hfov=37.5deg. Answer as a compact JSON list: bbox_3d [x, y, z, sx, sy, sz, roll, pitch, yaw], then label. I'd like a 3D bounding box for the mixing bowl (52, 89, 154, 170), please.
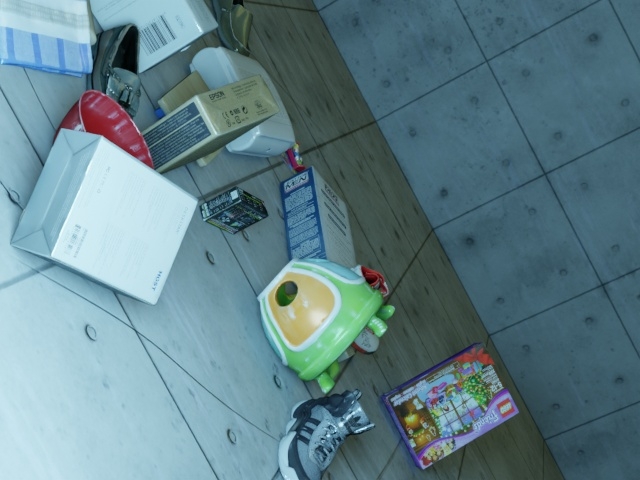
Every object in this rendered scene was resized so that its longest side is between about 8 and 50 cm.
[{"bbox_3d":[-0.357,-0.136,1.498,0.181,0.098,0.181,52,21,-30],"label":"mixing bowl"}]

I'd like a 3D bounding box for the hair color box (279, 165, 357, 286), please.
[{"bbox_3d":[0.000,0.000,2.308,0.174,0.105,0.347,48,23,-40],"label":"hair color box"}]

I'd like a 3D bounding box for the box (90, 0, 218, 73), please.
[{"bbox_3d":[-0.335,-0.455,1.888,0.182,0.181,0.119,59,17,-11],"label":"box"}]

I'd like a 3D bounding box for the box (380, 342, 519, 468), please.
[{"bbox_3d":[0.324,0.409,2.354,0.201,0.293,0.057,63,-14,0],"label":"box"}]

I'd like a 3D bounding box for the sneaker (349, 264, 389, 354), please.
[{"bbox_3d":[0.107,0.160,2.172,0.270,0.145,0.090,48,22,-38],"label":"sneaker"}]

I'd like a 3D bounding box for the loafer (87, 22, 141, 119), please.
[{"bbox_3d":[-0.370,-0.305,1.731,0.096,0.084,0.267,44,25,-47],"label":"loafer"}]

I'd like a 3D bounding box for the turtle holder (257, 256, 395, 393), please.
[{"bbox_3d":[0.006,0.138,1.911,0.227,0.243,0.320,42,30,1],"label":"turtle holder"}]

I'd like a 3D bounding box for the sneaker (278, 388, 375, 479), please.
[{"bbox_3d":[0.015,0.362,1.741,0.101,0.153,0.268,57,18,-18],"label":"sneaker"}]

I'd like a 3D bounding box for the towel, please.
[{"bbox_3d":[-0.450,-0.418,1.535,0.209,0.034,0.285,-4,93,-62],"label":"towel"}]

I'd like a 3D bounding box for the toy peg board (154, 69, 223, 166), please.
[{"bbox_3d":[-0.275,-0.243,1.961,0.161,0.079,0.160,57,34,-17],"label":"toy peg board"}]

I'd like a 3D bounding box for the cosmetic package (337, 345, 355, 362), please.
[{"bbox_3d":[0.032,0.223,2.181,0.115,0.041,0.060,65,18,6],"label":"cosmetic package"}]

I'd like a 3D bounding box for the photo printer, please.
[{"bbox_3d":[-0.176,-0.327,2.280,0.256,0.107,0.307,65,17,5],"label":"photo printer"}]

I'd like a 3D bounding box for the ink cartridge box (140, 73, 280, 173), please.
[{"bbox_3d":[-0.217,-0.216,1.775,0.088,0.193,0.235,62,32,-4],"label":"ink cartridge box"}]

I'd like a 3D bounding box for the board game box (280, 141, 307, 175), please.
[{"bbox_3d":[-0.069,-0.236,2.578,0.168,0.033,0.133,53,19,-27],"label":"board game box"}]

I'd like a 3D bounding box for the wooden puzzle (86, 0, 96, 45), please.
[{"bbox_3d":[-0.529,-0.536,1.641,0.348,0.081,0.322,44,25,-57],"label":"wooden puzzle"}]

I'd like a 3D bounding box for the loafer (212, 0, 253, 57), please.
[{"bbox_3d":[-0.229,-0.595,2.550,0.094,0.087,0.251,34,33,-57],"label":"loafer"}]

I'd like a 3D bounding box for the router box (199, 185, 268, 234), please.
[{"bbox_3d":[-0.175,-0.060,1.919,0.122,0.092,0.038,30,37,-61],"label":"router box"}]

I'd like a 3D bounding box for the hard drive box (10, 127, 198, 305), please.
[{"bbox_3d":[-0.303,-0.028,1.362,0.232,0.089,0.181,37,70,-54],"label":"hard drive box"}]
